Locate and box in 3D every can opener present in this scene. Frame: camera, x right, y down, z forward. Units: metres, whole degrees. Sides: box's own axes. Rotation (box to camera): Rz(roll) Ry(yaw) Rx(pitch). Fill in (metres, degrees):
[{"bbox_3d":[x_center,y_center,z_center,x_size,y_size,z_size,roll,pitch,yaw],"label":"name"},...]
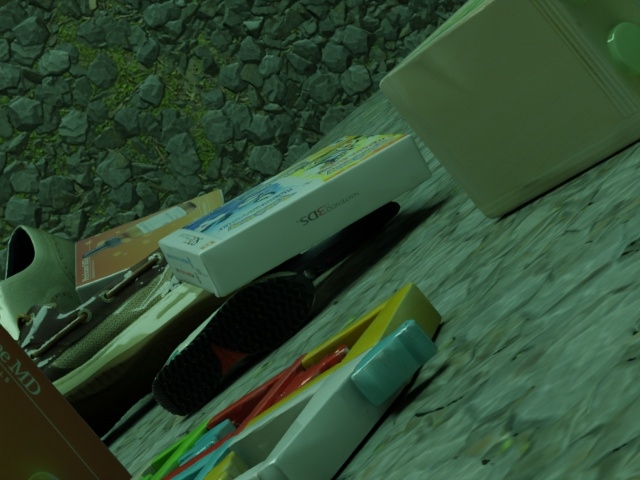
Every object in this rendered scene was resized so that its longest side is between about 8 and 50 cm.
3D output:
[{"bbox_3d":[0.000,0.000,1.515,0.186,0.059,0.073,-25,-15,32],"label":"can opener"}]

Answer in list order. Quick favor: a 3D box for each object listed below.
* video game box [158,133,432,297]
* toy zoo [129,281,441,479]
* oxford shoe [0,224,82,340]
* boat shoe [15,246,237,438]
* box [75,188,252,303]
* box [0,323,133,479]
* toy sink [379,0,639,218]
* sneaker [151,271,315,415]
[{"bbox_3d":[-0.028,-0.025,1.390,0.205,0.048,0.187,-30,13,-13],"label":"video game box"},{"bbox_3d":[-0.043,0.121,0.895,0.293,0.030,0.192,-36,6,34],"label":"toy zoo"},{"bbox_3d":[-0.329,0.134,1.787,0.140,0.146,0.397,-46,21,27],"label":"oxford shoe"},{"bbox_3d":[-0.243,0.115,1.603,0.342,0.123,0.123,-36,-29,0],"label":"boat shoe"},{"bbox_3d":[-0.163,0.034,1.718,0.170,0.091,0.130,-21,24,-1],"label":"box"},{"bbox_3d":[-0.297,0.204,0.989,0.168,0.215,0.345,-36,7,34],"label":"box"},{"bbox_3d":[0.172,-0.139,1.020,0.153,0.131,0.234,-44,7,-35],"label":"toy sink"},{"bbox_3d":[-0.071,0.074,1.340,0.161,0.057,0.075,-42,10,13],"label":"sneaker"}]
